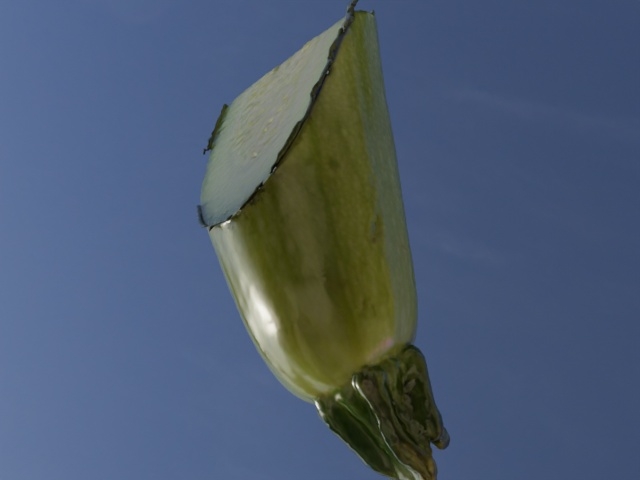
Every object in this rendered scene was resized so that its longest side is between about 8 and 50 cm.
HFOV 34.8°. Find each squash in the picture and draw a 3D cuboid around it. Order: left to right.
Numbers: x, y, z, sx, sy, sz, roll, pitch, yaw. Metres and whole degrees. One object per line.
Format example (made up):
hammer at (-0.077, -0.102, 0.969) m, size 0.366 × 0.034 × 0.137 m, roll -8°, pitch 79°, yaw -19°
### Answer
squash at (-0.002, -0.002, 0.372) m, size 0.090 × 0.075 × 0.200 m, roll -25°, pitch -126°, yaw 19°
